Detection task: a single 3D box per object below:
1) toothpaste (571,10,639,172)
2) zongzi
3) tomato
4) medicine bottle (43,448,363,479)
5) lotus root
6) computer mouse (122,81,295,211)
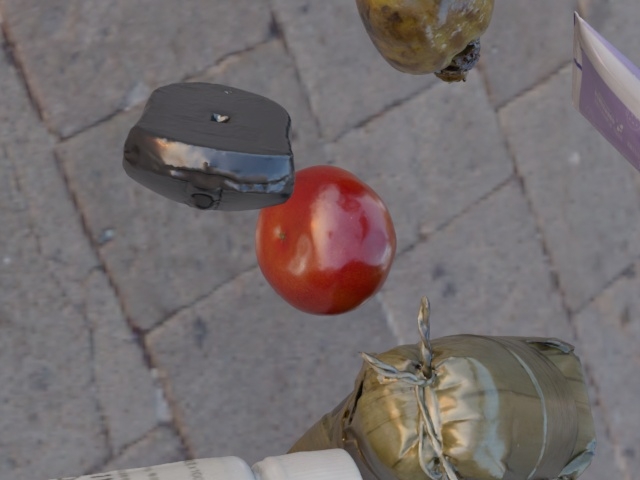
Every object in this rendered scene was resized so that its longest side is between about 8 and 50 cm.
[{"bbox_3d":[0.351,-0.107,1.583,0.080,0.371,0.125,-19,129,-15],"label":"toothpaste"},{"bbox_3d":[0.049,0.250,1.827,0.500,0.467,0.218,11,61,-62],"label":"zongzi"},{"bbox_3d":[0.000,0.000,1.883,0.136,0.195,0.195,2,84,-45],"label":"tomato"},{"bbox_3d":[-0.139,0.340,1.612,0.371,0.211,0.211,-6,89,-16],"label":"medicine bottle"},{"bbox_3d":[0.128,-0.304,1.887,0.169,0.141,0.314,-40,155,1],"label":"lotus root"},{"bbox_3d":[-0.091,-0.068,1.270,0.137,0.270,0.086,9,105,-4],"label":"computer mouse"}]
